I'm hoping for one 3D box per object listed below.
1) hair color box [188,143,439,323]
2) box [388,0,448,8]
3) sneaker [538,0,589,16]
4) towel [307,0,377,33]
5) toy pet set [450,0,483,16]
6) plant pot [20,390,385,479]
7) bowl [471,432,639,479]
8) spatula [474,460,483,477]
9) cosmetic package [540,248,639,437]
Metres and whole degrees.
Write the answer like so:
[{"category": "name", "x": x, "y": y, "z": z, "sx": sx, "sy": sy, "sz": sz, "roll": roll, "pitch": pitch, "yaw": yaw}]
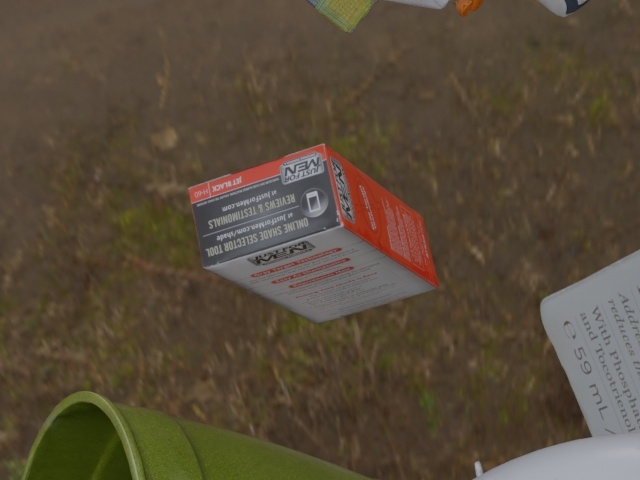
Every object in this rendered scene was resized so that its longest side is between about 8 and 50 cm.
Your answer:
[{"category": "hair color box", "x": 0.000, "y": 0.000, "z": 0.883, "sx": 0.072, "sy": 0.141, "sz": 0.043, "roll": -17, "pitch": 72, "yaw": 17}, {"category": "box", "x": -0.113, "y": -0.200, "z": 0.762, "sx": 0.322, "sy": 0.232, "sz": 0.058, "roll": 14, "pitch": 70, "yaw": 38}, {"category": "sneaker", "x": 0.213, "y": -0.286, "z": 1.345, "sx": 0.094, "sy": 0.153, "sz": 0.235, "roll": 37, "pitch": 40, "yaw": -18}, {"category": "towel", "x": 0.010, "y": -0.213, "z": 1.495, "sx": 0.083, "sy": 0.060, "sz": 0.009, "roll": 39, "pitch": 31, "yaw": -1}, {"category": "toy pet set", "x": 0.086, "y": -0.211, "z": 1.242, "sx": 0.065, "sy": 0.122, "sz": 0.114, "roll": 39, "pitch": 49, "yaw": 20}, {"category": "plant pot", "x": -0.077, "y": 0.339, "z": 1.748, "sx": 0.353, "sy": 0.366, "sz": 0.366, "roll": 7, "pitch": 58, "yaw": -28}, {"category": "bowl", "x": 0.125, "y": 0.173, "z": 0.610, "sx": 0.298, "sy": 0.134, "sz": 0.298, "roll": 1, "pitch": 53, "yaw": -1}, {"category": "spatula", "x": 0.176, "y": 0.341, "z": 1.716, "sx": 0.019, "sy": 0.168, "sz": 0.242, "roll": -10, "pitch": 104, "yaw": 5}, {"category": "cosmetic package", "x": 0.459, "y": 0.108, "z": 1.559, "sx": 0.327, "sy": 0.394, "sz": 0.329, "roll": -17, "pitch": 81, "yaw": -27}]
